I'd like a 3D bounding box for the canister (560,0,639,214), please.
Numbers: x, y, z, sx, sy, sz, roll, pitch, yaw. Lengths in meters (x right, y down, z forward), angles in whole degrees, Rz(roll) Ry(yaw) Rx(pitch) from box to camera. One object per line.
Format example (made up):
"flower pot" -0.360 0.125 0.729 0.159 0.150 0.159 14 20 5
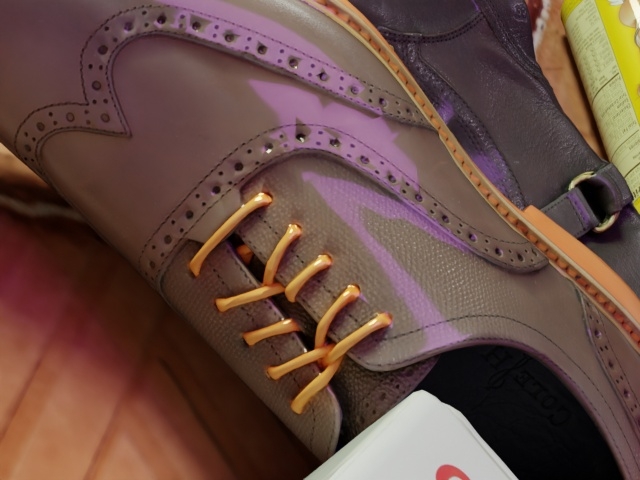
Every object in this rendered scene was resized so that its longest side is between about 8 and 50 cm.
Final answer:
"canister" 0.202 -0.060 1.052 0.126 0.073 0.170 14 48 -35

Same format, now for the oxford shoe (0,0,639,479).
"oxford shoe" 0.000 0.000 0.745 0.364 0.130 0.133 34 24 -16

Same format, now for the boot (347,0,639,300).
"boot" 0.058 -0.023 0.881 0.263 0.091 0.229 -22 82 -42

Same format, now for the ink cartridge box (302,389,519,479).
"ink cartridge box" 0.006 0.209 0.599 0.211 0.121 0.289 50 37 2
